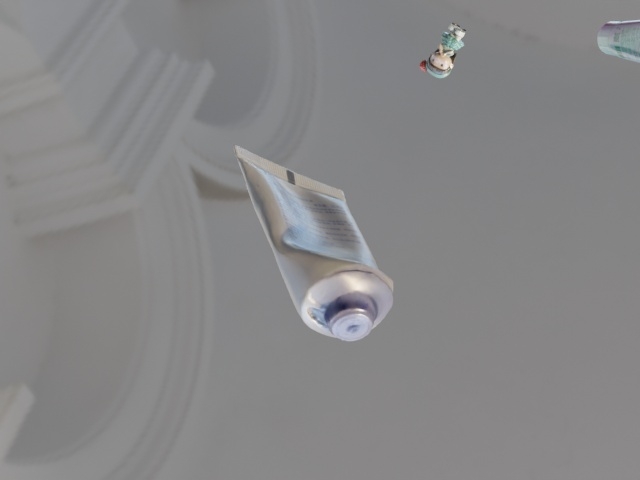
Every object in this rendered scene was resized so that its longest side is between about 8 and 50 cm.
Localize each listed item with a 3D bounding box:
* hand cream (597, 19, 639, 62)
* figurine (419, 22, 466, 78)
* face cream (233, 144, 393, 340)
[{"bbox_3d":[0.431,-0.261,1.688,0.047,0.076,0.174,-15,-164,-16],"label":"hand cream"},{"bbox_3d":[0.229,-0.352,2.367,0.060,0.106,0.047,32,-158,12],"label":"figurine"},{"bbox_3d":[0.000,0.000,2.051,0.137,0.235,0.420,-54,-146,25],"label":"face cream"}]
